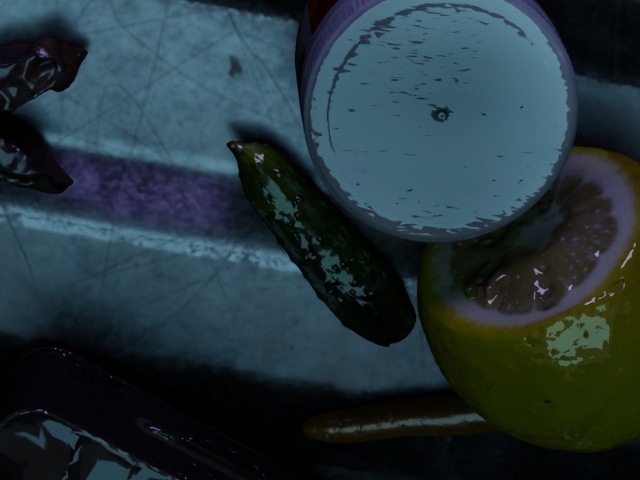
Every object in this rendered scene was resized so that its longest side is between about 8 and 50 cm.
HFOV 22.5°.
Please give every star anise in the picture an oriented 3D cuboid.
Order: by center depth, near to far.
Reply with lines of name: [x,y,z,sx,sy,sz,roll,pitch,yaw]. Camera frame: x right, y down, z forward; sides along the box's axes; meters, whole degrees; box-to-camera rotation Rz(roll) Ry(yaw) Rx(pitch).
star anise: [-0.293,-0.115,1.254,0.220,0.099,0.214,-3,122,-2]

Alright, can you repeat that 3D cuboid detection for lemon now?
lemon: [0.208,0.059,1.276,0.240,0.240,0.219,-31,131,10]

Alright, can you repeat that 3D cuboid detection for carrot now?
carrot: [0.106,0.153,1.414,0.248,0.043,0.043,-7,113,3]

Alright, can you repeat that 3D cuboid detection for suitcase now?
suitcase: [-0.139,0.287,1.371,0.434,0.194,0.283,29,104,-14]

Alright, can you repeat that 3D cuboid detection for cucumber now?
cucumber: [0.000,0.000,1.331,0.069,0.069,0.227,-36,107,12]

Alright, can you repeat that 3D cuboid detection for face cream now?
face cream: [0.082,-0.122,1.217,0.201,0.187,0.201,-1,113,-2]
